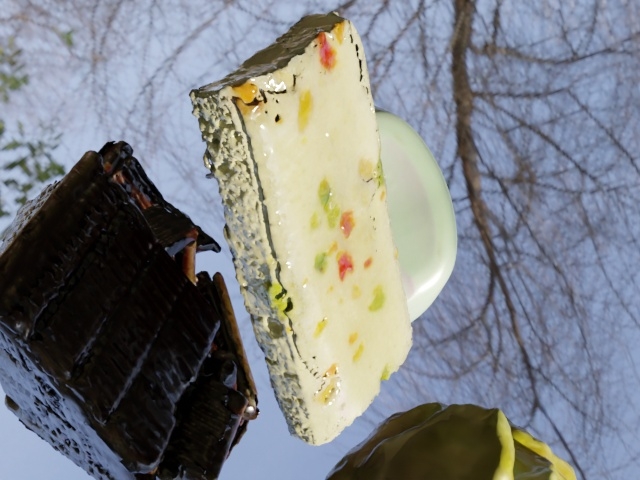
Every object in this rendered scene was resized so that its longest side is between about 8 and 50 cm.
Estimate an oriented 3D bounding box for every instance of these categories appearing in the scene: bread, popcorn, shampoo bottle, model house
[{"bbox_3d":[0.000,0.000,0.363,0.028,0.153,0.068,13,-139,33],"label":"bread"},{"bbox_3d":[0.079,0.245,0.690,0.276,0.225,0.276,-37,-159,17],"label":"popcorn"},{"bbox_3d":[0.000,-0.016,0.991,0.151,0.222,0.349,-25,-176,-15],"label":"shampoo bottle"},{"bbox_3d":[-0.176,0.045,0.931,0.297,0.282,0.317,15,-131,21],"label":"model house"}]
